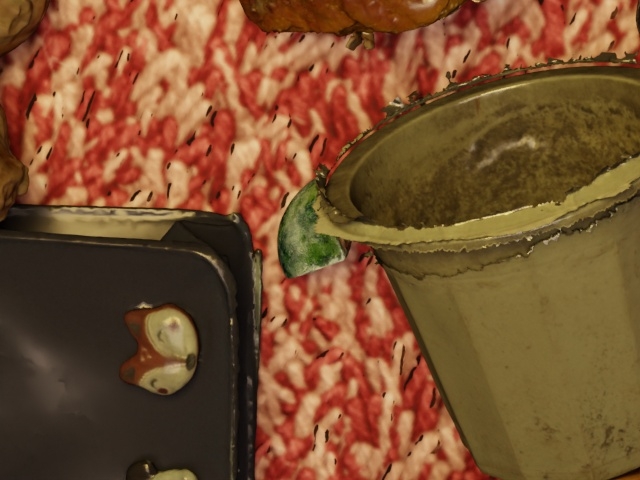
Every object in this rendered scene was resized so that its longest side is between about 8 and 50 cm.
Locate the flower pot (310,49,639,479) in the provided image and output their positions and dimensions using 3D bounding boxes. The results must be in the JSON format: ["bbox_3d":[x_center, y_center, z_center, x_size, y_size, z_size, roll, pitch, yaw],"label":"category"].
[{"bbox_3d":[0.158,0.028,1.227,0.290,0.290,0.259,-15,116,6],"label":"flower pot"}]

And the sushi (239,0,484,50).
[{"bbox_3d":[0.060,-0.265,1.207,0.167,0.179,0.296,25,107,-21],"label":"sushi"}]

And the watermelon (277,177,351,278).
[{"bbox_3d":[0.000,0.000,1.329,0.061,0.085,0.085,2,106,-29],"label":"watermelon"}]

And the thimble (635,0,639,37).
[{"bbox_3d":[0.290,-0.178,1.256,0.095,0.066,0.104,10,107,1],"label":"thimble"}]

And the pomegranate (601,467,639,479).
[{"bbox_3d":[0.267,0.359,1.216,0.411,0.411,0.411,1,104,2],"label":"pomegranate"}]

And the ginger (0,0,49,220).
[{"bbox_3d":[-0.374,-0.112,1.234,0.375,0.176,0.256,-14,89,-2],"label":"ginger"}]

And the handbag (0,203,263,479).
[{"bbox_3d":[-0.217,0.128,1.326,0.329,0.122,0.303,3,105,3],"label":"handbag"}]
